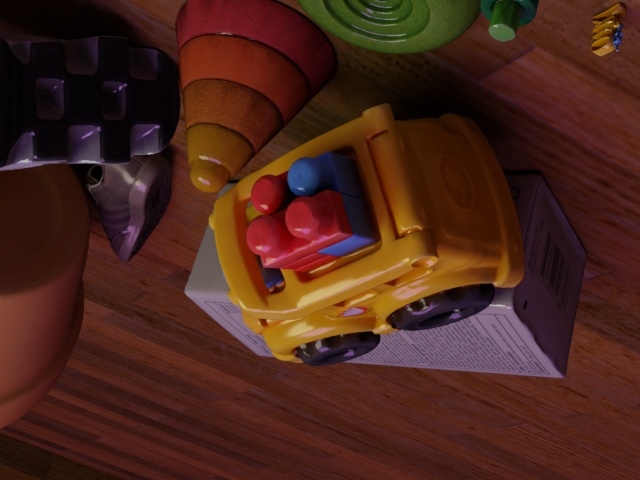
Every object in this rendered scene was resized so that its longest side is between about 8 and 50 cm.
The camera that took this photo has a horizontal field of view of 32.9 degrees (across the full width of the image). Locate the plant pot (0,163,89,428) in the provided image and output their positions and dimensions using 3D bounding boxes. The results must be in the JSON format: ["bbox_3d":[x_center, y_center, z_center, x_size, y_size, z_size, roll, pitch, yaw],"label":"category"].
[{"bbox_3d":[-0.342,0.017,1.012,0.291,0.291,0.203,25,139,-17],"label":"plant pot"}]

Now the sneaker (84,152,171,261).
[{"bbox_3d":[-0.187,-0.045,1.030,0.071,0.066,0.188,34,150,2],"label":"sneaker"}]

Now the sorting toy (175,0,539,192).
[{"bbox_3d":[0.011,-0.111,0.665,0.127,0.126,0.365,31,153,-28],"label":"sorting toy"}]

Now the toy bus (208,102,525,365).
[{"bbox_3d":[0.000,0.000,0.755,0.220,0.149,0.211,-25,164,30],"label":"toy bus"}]

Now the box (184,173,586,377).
[{"bbox_3d":[0.055,0.030,0.944,0.311,0.121,0.148,1,152,30],"label":"box"}]

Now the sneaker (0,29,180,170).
[{"bbox_3d":[-0.268,-0.101,0.763,0.146,0.122,0.330,6,-178,39],"label":"sneaker"}]

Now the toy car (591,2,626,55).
[{"bbox_3d":[0.220,-0.114,0.626,0.122,0.040,0.060,-9,146,43],"label":"toy car"}]
